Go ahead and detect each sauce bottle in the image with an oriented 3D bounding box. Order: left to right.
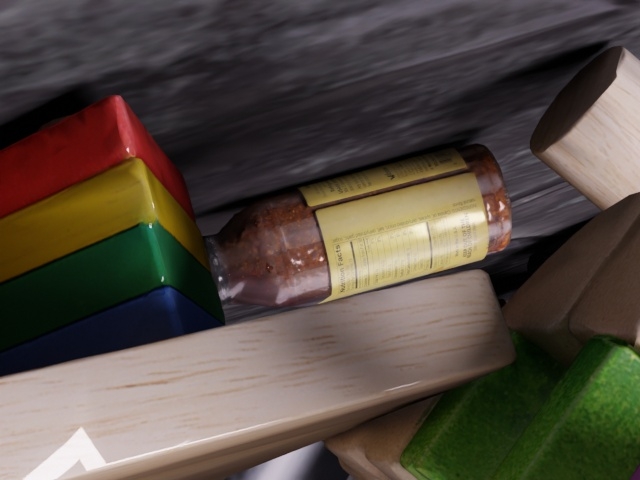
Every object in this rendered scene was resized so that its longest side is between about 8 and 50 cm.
[{"bbox_3d":[0.000,0.000,0.616,0.128,0.042,0.042,-13,171,-9],"label":"sauce bottle"}]

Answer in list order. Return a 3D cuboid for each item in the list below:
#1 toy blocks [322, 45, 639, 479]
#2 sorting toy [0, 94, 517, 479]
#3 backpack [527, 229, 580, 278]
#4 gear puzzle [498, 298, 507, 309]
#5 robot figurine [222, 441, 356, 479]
[{"bbox_3d":[0.146,0.107,0.442,0.309,0.260,0.288,-53,-169,-11],"label":"toy blocks"},{"bbox_3d":[-0.129,0.042,0.466,0.257,0.089,0.255,-12,170,-29],"label":"sorting toy"},{"bbox_3d":[0.183,0.076,0.985,0.115,0.182,0.152,-13,172,-23],"label":"backpack"},{"bbox_3d":[0.222,0.019,1.206,0.339,0.044,0.175,-16,174,15],"label":"gear puzzle"},{"bbox_3d":[0.088,0.155,1.128,0.200,0.300,0.353,-56,146,9],"label":"robot figurine"}]
